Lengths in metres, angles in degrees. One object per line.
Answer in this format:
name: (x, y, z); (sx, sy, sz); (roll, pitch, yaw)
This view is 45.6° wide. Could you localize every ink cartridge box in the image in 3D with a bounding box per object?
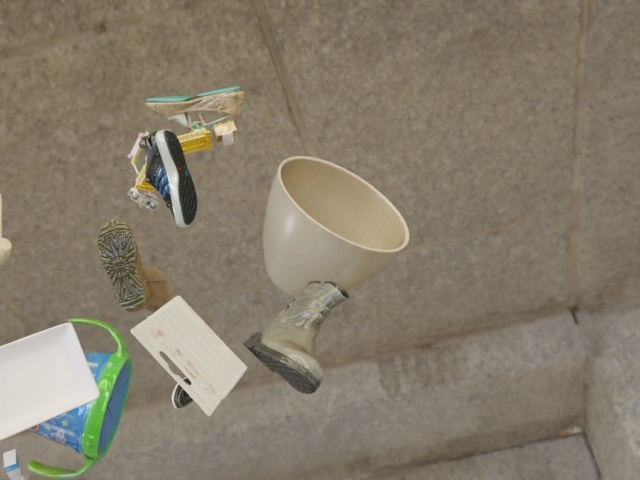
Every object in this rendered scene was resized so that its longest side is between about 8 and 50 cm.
ink cartridge box: (-0.231, 0.200, 1.290); (0.066, 0.232, 0.189); (-43, 91, 17)
ink cartridge box: (-0.683, 0.517, 1.712); (0.028, 0.048, 0.083); (-18, 123, -14)

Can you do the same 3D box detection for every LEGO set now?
LEGO set: (-0.329, -0.203, 1.687); (0.287, 0.107, 0.132); (-40, 142, 9)

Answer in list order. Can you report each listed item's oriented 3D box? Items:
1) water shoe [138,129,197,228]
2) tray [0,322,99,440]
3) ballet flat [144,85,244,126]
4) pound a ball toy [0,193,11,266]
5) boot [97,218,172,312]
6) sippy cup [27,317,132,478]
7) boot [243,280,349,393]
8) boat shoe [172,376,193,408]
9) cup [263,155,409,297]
water shoe: (-0.310, -0.121, 1.550); (0.080, 0.203, 0.073); (-11, -177, 25)
tray: (-0.521, 0.251, 1.266); (0.271, 0.145, 0.030); (-21, 172, -26)
ballet flat: (-0.249, -0.260, 1.513); (0.206, 0.073, 0.067); (-4, 106, 15)
pound a ball toy: (-0.785, -0.059, 1.610); (0.208, 0.319, 0.135); (17, 122, -38)
boot: (-0.455, 0.076, 1.898); (0.089, 0.236, 0.269); (-13, 174, 3)
sippy cup: (-0.550, 0.335, 1.648); (0.224, 0.305, 0.240); (15, 140, -2)
boot: (-0.019, 0.120, 1.094); (0.161, 0.246, 0.083); (-46, 105, -11)
boat shoe: (-0.232, 0.274, 1.423); (0.038, 0.125, 0.046); (-7, 102, 24)
cup: (0.000, 0.000, 1.733); (0.331, 0.331, 0.237); (17, 122, -27)
